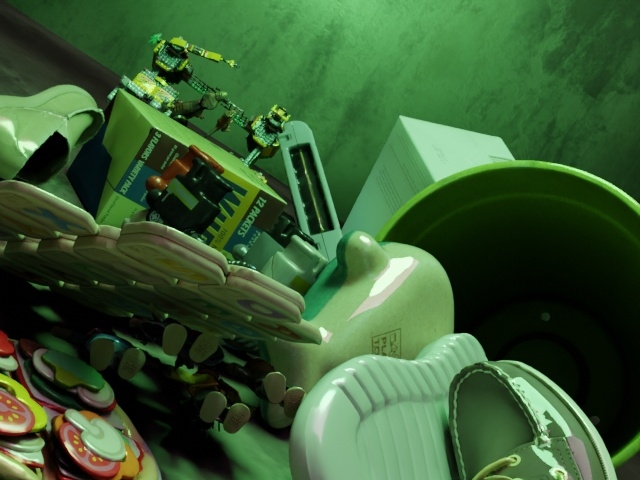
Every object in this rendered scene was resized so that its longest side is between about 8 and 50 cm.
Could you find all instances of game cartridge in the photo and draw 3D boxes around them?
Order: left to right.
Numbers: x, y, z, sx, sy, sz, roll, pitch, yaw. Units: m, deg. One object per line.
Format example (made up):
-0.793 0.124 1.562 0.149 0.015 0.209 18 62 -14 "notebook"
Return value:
0.000 0.000 1.415 0.297 0.062 0.198 -105 178 -47 "game cartridge"

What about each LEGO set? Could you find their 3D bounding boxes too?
-0.208 -0.213 1.786 0.331 0.255 0.192 45 -21 2 "LEGO set"

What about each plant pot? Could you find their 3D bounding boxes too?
0.253 0.137 1.278 0.366 0.366 0.353 37 -4 24 "plant pot"

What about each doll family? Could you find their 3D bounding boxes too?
-0.104 0.095 0.790 0.193 0.076 0.111 34 -4 -16 "doll family"

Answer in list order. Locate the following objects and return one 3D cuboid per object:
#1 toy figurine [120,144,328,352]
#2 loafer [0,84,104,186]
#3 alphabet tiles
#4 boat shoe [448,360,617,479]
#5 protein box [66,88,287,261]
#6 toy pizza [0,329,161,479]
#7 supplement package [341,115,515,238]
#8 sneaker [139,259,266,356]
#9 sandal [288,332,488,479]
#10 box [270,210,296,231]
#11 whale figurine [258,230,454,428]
-0.112 0.014 1.140 0.209 0.148 0.213 38 3 -16 "toy figurine"
-0.324 -0.113 1.213 0.092 0.102 0.268 49 21 3 "loafer"
-0.146 0.028 0.793 0.278 0.021 0.284 30 -21 -36 "alphabet tiles"
0.160 0.216 0.780 0.097 0.116 0.324 20 38 -36 "boat shoe"
-0.187 -0.067 1.342 0.201 0.136 0.200 30 7 -30 "protein box"
-0.178 0.096 0.638 0.201 0.032 0.201 33 6 -4 "toy pizza"
0.149 0.004 1.479 0.175 0.293 0.177 9 37 -26 "supplement package"
-0.119 0.052 0.997 0.211 0.080 0.081 33 -29 -32 "sneaker"
0.064 0.180 0.890 0.416 0.102 0.169 -3 70 -64 "sandal"
-0.096 -0.005 1.496 0.087 0.101 0.102 33 8 -12 "box"
0.017 0.095 1.033 0.141 0.216 0.272 9 16 39 "whale figurine"
